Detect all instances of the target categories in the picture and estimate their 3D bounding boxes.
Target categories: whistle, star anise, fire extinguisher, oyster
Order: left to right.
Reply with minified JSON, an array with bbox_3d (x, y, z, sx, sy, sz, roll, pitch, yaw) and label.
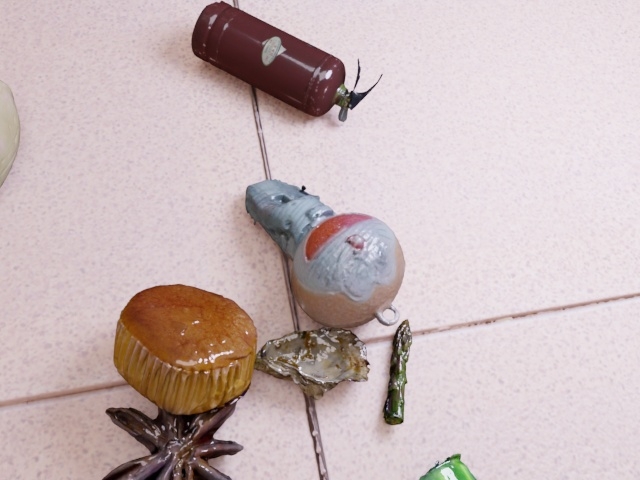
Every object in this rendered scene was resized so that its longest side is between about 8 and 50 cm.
[{"bbox_3d":[-0.202,0.295,0.837,0.229,0.093,0.237,-16,71,-18],"label":"star anise"},{"bbox_3d":[-0.060,-0.319,1.114,0.337,0.136,0.114,29,37,8],"label":"fire extinguisher"},{"bbox_3d":[-0.014,0.182,0.921,0.177,0.056,0.106,-5,49,-13],"label":"oyster"},{"bbox_3d":[0.000,0.000,0.956,0.189,0.189,0.348,-34,61,-19],"label":"whistle"}]

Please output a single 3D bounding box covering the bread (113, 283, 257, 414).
[{"bbox_3d":[-0.182,0.139,0.853,0.199,0.104,0.199,12,27,-6],"label":"bread"}]

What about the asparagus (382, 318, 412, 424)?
[{"bbox_3d":[0.119,0.194,0.936,0.030,0.036,0.165,15,63,-6],"label":"asparagus"}]

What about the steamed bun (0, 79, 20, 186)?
[{"bbox_3d":[-0.598,-0.166,0.980,0.199,0.155,0.250,3,67,-3],"label":"steamed bun"}]

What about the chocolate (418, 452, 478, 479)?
[{"bbox_3d":[0.218,0.421,0.769,0.110,0.110,0.291,-24,56,-15],"label":"chocolate"}]
